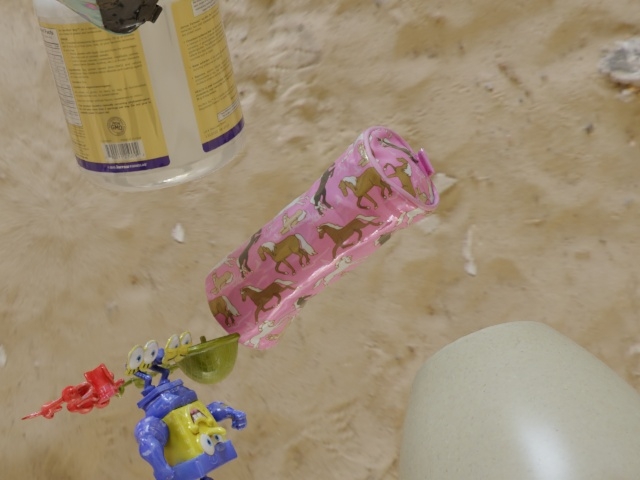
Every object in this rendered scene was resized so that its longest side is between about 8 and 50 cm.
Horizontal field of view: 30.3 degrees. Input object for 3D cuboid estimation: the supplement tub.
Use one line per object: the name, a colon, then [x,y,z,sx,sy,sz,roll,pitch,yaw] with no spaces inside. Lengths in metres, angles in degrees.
supplement tub: [-0.243,-0.256,1.574,0.241,0.241,0.331,-16,114,-12]

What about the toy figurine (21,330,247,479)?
toy figurine: [-0.195,0.258,1.576,0.191,0.362,0.217,-32,81,18]

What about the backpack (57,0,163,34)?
backpack: [-0.219,-0.305,1.092,0.188,0.144,0.166,28,74,16]

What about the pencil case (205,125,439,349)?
pencil case: [0.000,0.000,1.740,0.160,0.167,0.386,39,118,-18]

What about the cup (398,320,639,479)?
cup: [0.217,0.228,1.263,0.331,0.331,0.237,-12,59,-12]
